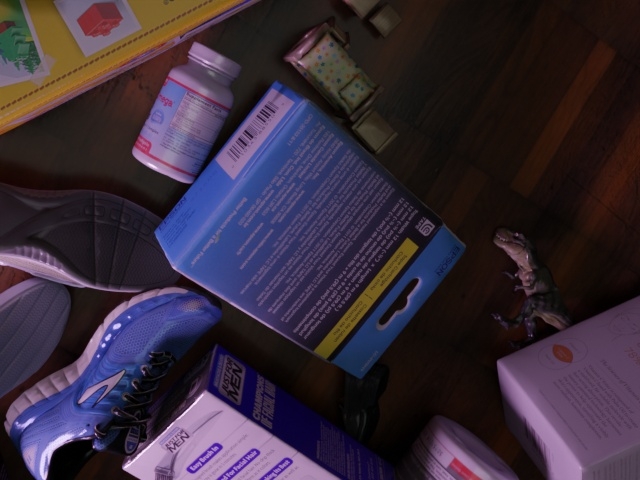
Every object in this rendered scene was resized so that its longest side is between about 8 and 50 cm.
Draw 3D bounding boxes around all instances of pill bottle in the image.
[{"bbox_3d":[0.151,0.420,1.035,0.161,0.161,0.283,35,94,-18],"label":"pill bottle"},{"bbox_3d":[-0.162,-0.159,0.860,0.087,0.087,0.160,25,97,-17],"label":"pill bottle"}]

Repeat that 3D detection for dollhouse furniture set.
[{"bbox_3d":[0.075,-0.226,0.888,0.161,0.101,0.182,-46,108,2],"label":"dollhouse furniture set"}]

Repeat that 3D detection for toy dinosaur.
[{"bbox_3d":[0.326,0.106,1.051,0.118,0.064,0.268,-42,112,-7],"label":"toy dinosaur"}]

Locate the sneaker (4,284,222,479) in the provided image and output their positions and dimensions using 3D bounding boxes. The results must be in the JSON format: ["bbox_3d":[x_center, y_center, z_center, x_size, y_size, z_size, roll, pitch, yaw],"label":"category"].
[{"bbox_3d":[-0.244,0.192,0.882,0.330,0.147,0.130,-43,148,6],"label":"sneaker"}]

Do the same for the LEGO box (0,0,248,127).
[{"bbox_3d":[-0.197,-0.277,0.674,0.500,0.372,0.193,-29,108,-4],"label":"LEGO box"}]

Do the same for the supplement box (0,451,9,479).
[{"bbox_3d":[-0.448,0.378,0.908,0.073,0.130,0.240,-11,107,-12],"label":"supplement box"}]

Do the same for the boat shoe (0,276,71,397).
[{"bbox_3d":[-0.438,0.159,0.848,0.302,0.094,0.109,-53,137,-26],"label":"boat shoe"}]

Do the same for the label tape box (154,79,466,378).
[{"bbox_3d":[0.000,0.000,0.914,0.347,0.115,0.249,37,94,-36],"label":"label tape box"}]

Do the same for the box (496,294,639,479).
[{"bbox_3d":[0.469,0.227,1.010,0.345,0.215,0.168,-23,127,-6],"label":"box"}]

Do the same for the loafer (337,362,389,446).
[{"bbox_3d":[0.054,0.250,1.034,0.061,0.062,0.170,21,109,23],"label":"loafer"}]

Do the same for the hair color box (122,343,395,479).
[{"bbox_3d":[-0.075,0.315,0.964,0.339,0.110,0.185,38,113,-20],"label":"hair color box"}]

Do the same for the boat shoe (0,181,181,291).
[{"bbox_3d":[-0.331,-0.006,0.865,0.320,0.103,0.118,10,82,-20],"label":"boat shoe"}]
